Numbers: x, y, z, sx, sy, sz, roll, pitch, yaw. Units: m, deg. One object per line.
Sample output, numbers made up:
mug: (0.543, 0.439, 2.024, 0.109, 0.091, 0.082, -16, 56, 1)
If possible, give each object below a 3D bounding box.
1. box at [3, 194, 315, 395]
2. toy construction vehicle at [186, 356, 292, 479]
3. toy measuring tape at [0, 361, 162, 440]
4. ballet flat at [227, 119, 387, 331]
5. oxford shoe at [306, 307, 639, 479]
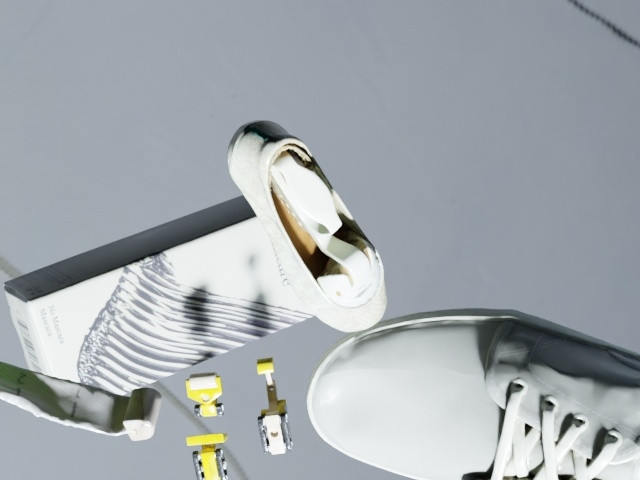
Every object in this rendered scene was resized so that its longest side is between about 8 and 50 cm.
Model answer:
box: (-0.123, 0.046, 1.230, 0.275, 0.094, 0.113, -23, 107, -21)
toy construction vehicle: (-0.068, 0.147, 1.155, 0.085, 0.035, 0.098, -10, 105, 8)
toy measuring tape: (-0.260, 0.051, 0.980, 0.330, 0.121, 0.121, 18, 81, -8)
ballet flat: (0.000, 0.000, 0.841, 0.057, 0.052, 0.168, -47, 123, -16)
oxford shoe: (0.202, 0.162, 1.189, 0.449, 0.130, 0.169, 10, 111, 12)
